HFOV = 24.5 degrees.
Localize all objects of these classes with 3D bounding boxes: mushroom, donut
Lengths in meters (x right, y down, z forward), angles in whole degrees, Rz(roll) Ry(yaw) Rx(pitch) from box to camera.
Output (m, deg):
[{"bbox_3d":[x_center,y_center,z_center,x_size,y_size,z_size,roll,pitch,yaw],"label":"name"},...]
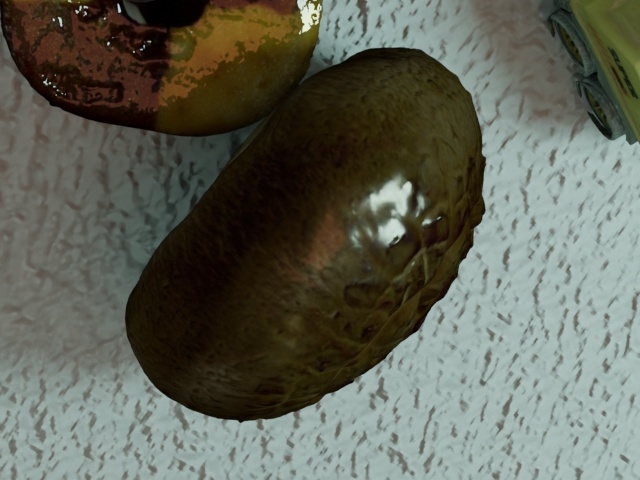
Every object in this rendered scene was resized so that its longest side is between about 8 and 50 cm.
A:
[{"bbox_3d":[0.000,0.000,0.862,0.153,0.253,0.253,39,97,9],"label":"mushroom"},{"bbox_3d":[-0.094,-0.145,0.851,0.184,0.073,0.166,-5,113,-15],"label":"donut"}]

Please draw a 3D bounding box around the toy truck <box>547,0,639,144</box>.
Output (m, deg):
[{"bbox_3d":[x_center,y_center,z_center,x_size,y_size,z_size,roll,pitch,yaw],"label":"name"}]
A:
[{"bbox_3d":[0.205,-0.165,0.887,0.124,0.157,0.272,-31,116,-3],"label":"toy truck"}]
